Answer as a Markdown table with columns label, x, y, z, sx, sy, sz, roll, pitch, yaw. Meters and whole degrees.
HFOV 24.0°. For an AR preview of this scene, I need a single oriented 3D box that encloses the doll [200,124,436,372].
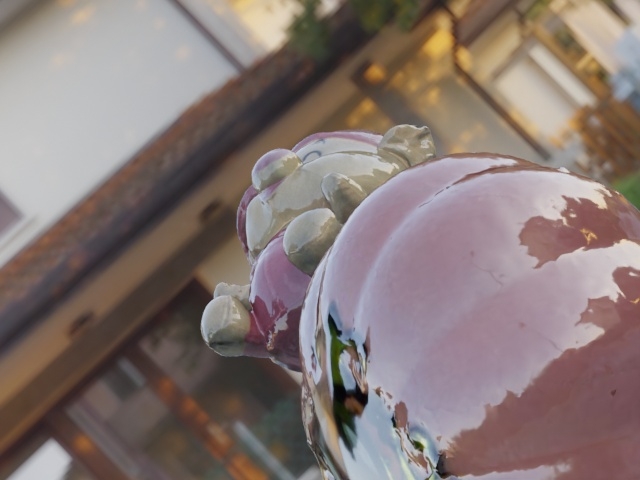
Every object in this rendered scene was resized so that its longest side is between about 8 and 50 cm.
| label | x | y | z | sx | sy | sz | roll | pitch | yaw |
| --- | --- | --- | --- | --- | --- | --- | --- | --- | --- |
| doll | -0.001 | -0.003 | 1.280 | 0.196 | 0.152 | 0.256 | -10 | 30 | 20 |

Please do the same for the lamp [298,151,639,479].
| label | x | y | z | sx | sy | sz | roll | pitch | yaw |
| --- | --- | --- | --- | --- | --- | --- | --- | --- | --- |
| lamp | 0.124 | 0.093 | 0.861 | 0.240 | 0.305 | 0.305 | -18 | -16 | -24 |
